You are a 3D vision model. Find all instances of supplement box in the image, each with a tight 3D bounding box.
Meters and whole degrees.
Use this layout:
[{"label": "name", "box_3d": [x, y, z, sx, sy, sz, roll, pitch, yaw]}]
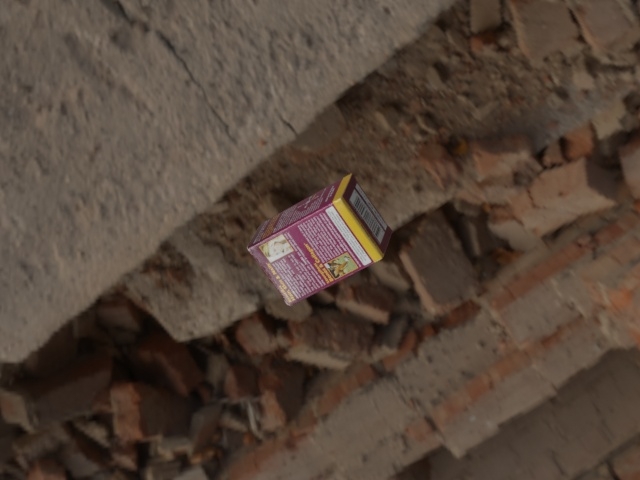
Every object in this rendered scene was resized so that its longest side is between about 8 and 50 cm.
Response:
[{"label": "supplement box", "box_3d": [0.000, 0.000, 0.824, 0.083, 0.043, 0.055, -27, 109, 25]}]
